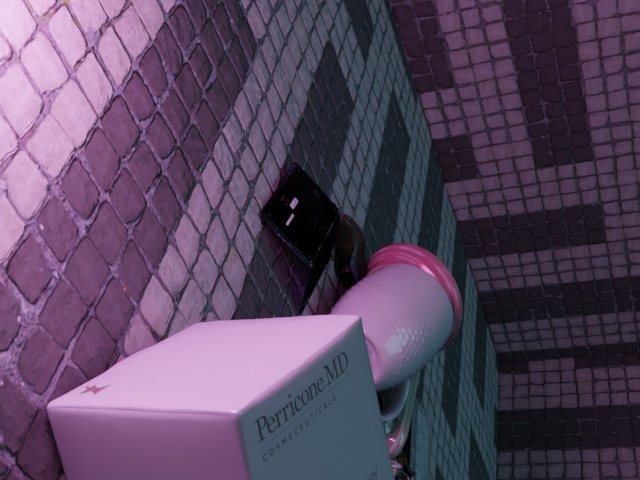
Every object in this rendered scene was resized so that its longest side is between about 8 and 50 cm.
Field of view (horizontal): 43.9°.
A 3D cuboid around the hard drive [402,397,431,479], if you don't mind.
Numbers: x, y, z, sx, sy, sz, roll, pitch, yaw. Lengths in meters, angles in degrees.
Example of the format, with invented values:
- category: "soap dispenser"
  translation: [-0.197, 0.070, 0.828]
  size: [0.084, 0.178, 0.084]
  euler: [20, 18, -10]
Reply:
- category: "hard drive"
  translation: [0.295, 0.685, 2.531]
  size: [0.237, 0.064, 0.338]
  euler: [58, 32, -47]

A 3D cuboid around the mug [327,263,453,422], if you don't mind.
- category: "mug"
  translation: [0.157, 0.281, 2.019]
  size: [0.328, 0.276, 0.373]
  euler: [-29, 116, -57]

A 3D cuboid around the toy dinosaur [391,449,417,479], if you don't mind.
- category: "toy dinosaur"
  translation: [0.181, 0.666, 2.181]
  size: [0.322, 0.164, 0.218]
  euler: [-6, 74, -52]

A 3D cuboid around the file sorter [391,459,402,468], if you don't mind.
- category: "file sorter"
  translation: [0.054, 0.566, 1.610]
  size: [0.193, 0.173, 0.277]
  euler: [109, -8, -79]

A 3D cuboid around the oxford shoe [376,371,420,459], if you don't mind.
- category: "oxford shoe"
  translation: [0.188, 0.420, 2.246]
  size: [0.130, 0.169, 0.449]
  euler: [29, 35, -6]

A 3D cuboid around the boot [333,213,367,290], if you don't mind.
- category: "boot"
  translation: [0.079, 0.037, 2.161]
  size: [0.106, 0.082, 0.219]
  euler: [-75, 152, -51]

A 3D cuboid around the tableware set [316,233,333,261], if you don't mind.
- category: "tableware set"
  translation: [0.000, 0.000, 2.046]
  size: [0.154, 0.024, 0.104]
  euler: [59, 31, -48]

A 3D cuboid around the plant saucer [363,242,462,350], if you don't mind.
- category: "plant saucer"
  translation: [0.233, 0.176, 2.216]
  size: [0.084, 0.332, 0.331]
  euler: [-23, 106, -46]

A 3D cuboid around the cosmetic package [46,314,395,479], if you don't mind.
- category: "cosmetic package"
  translation: [-0.114, 0.346, 1.121]
  size: [0.329, 0.328, 0.393]
  euler: [-28, 110, -56]

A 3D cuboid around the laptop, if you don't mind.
- category: "laptop"
  translation: [-0.053, -0.007, 1.893]
  size: [0.264, 0.137, 0.234]
  euler: [47, 38, -16]
